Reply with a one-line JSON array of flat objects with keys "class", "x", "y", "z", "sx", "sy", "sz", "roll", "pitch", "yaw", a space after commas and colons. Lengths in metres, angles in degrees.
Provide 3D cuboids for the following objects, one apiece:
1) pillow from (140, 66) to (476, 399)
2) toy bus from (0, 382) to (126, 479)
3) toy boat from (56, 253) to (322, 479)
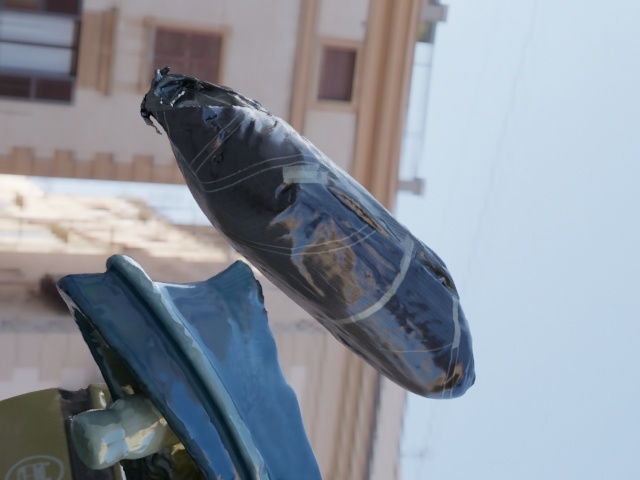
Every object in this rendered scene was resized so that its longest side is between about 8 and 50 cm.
[{"class": "pillow", "x": 0.000, "y": 0.000, "z": 1.030, "sx": 0.092, "sy": 0.335, "sz": 0.161, "roll": -51, "pitch": -142, "yaw": -5}, {"class": "toy bus", "x": -0.147, "y": 0.259, "z": 0.721, "sx": 0.177, "sy": 0.202, "sz": 0.365, "roll": -116, "pitch": -155, "yaw": -57}, {"class": "toy boat", "x": -0.051, "y": 0.113, "z": 0.526, "sx": 0.109, "sy": 0.098, "sz": 0.237, "roll": 28, "pitch": -48, "yaw": 57}]
